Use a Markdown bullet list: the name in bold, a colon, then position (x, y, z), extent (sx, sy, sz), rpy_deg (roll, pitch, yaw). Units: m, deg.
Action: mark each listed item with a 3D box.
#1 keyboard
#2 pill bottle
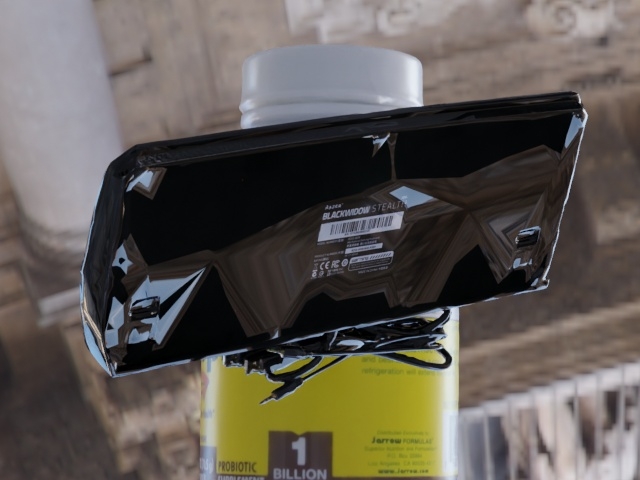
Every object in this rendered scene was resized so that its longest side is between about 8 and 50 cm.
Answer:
- **keyboard**: position (0.000, 0.000, 0.620), extent (0.192, 0.100, 0.038), rpy_deg (-8, -149, -39)
- **pill bottle**: position (0.004, 0.024, 0.890), extent (0.117, 0.117, 0.215), rpy_deg (0, -96, 7)
